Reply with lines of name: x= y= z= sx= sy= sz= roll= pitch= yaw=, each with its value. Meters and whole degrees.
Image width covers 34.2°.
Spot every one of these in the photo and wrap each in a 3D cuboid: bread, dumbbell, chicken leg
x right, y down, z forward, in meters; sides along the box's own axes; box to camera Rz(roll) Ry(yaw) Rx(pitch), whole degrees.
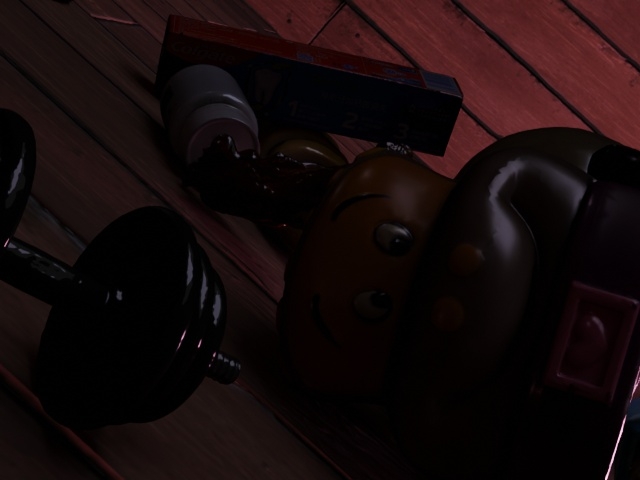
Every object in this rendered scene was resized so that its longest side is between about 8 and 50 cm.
bread: x=-0.022 y=-0.092 z=1.158 sx=0.134 sy=0.081 sz=0.225 roll=35 pitch=13 yaw=-36
dumbbell: x=-0.110 y=0.013 z=0.405 sx=0.208 sy=0.099 sz=0.099 roll=34 pitch=14 yaw=-37
chicken leg: x=-0.022 y=-0.043 z=0.813 sx=0.219 sy=0.048 sz=0.089 roll=7 pitch=-40 yaw=33

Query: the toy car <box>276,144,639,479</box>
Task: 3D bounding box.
toy car: x=0.120 y=0.061 z=0.725 sx=0.240 sy=0.271 sz=0.341 roll=17 pitch=-6 yaw=18

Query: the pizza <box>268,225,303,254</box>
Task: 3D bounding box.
pizza: x=0.000 y=0.000 z=1.005 sx=0.176 sy=0.036 sz=0.184 roll=32 pitch=13 yaw=-49

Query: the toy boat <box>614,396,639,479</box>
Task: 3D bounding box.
toy boat: x=0.303 y=0.234 z=0.863 sx=0.098 sy=0.109 sz=0.237 roll=-109 pitch=-178 yaw=-57

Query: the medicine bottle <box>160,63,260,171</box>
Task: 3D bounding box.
medicine bottle: x=-0.098 y=-0.102 z=0.934 sx=0.080 sy=0.080 sz=0.130 roll=36 pitch=13 yaw=-28

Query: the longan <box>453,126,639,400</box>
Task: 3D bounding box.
longan: x=0.269 y=0.031 z=1.155 sx=0.319 sy=0.319 sz=0.319 roll=40 pitch=11 yaw=-10

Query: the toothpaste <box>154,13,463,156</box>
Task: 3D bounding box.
toothpaste: x=-0.011 y=-0.164 z=1.106 sx=0.321 sy=0.076 sz=0.066 roll=12 pitch=29 yaw=-11
